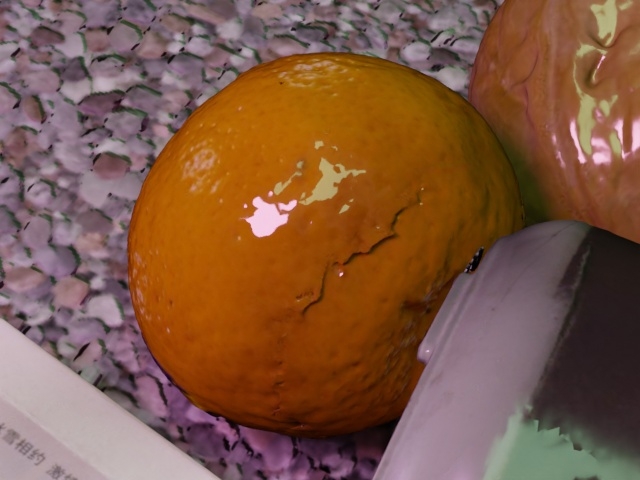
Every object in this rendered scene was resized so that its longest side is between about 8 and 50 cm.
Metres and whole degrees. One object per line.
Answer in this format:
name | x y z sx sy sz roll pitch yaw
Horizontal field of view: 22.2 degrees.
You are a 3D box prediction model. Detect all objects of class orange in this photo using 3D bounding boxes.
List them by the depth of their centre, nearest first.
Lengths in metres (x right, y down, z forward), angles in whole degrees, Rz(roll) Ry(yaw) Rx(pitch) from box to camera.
orange | 0.001 0.002 0.878 0.219 0.219 0.193 -16 49 -18

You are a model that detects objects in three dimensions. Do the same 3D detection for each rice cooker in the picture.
rice cooker | 0.167 0.184 0.713 0.325 0.335 0.335 24 55 9

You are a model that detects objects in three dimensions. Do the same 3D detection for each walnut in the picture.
walnut | 0.182 -0.068 0.973 0.193 0.193 0.226 1 54 -7

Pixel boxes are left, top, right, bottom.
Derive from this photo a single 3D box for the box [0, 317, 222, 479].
box | -0.188 0.179 0.819 0.164 0.069 0.256 34 58 16
